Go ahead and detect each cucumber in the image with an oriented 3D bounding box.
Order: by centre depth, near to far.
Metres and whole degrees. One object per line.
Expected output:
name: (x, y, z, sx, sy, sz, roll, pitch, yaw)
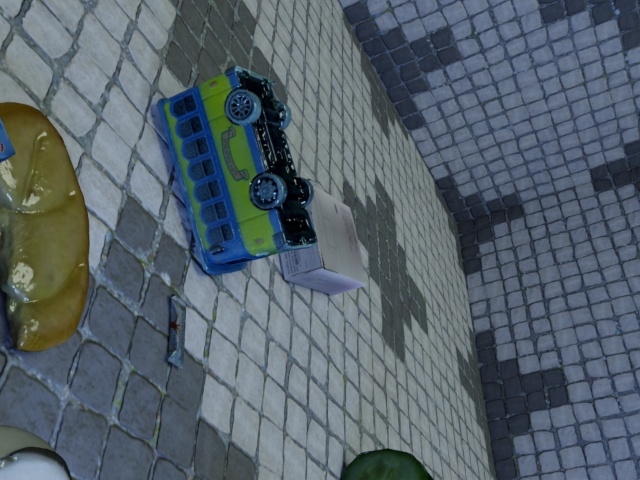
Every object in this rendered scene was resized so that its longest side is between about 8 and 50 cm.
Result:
cucumber: (0.142, 0.515, 1.383, 0.130, 0.191, 0.191, 58, 25, -34)

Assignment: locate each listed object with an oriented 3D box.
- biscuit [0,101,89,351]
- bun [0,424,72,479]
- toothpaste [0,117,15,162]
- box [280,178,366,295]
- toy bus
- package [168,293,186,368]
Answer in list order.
biscuit: (-0.331, -0.022, 0.816, 0.154, 0.045, 0.299, -1, 75, -69)
bun: (-0.300, 0.235, 0.573, 0.173, 0.119, 0.173, -39, 134, -56)
toothpaste: (-0.405, -0.075, 0.619, 0.272, 0.053, 0.066, -32, 100, -61)
box: (0.000, 0.000, 1.542, 0.251, 0.106, 0.203, 24, 50, -62)
toy bus: (-0.135, -0.115, 1.174, 0.152, 0.190, 0.313, -6, 79, -69)
package: (-0.212, 0.134, 1.024, 0.037, 0.015, 0.110, 44, 33, -50)
